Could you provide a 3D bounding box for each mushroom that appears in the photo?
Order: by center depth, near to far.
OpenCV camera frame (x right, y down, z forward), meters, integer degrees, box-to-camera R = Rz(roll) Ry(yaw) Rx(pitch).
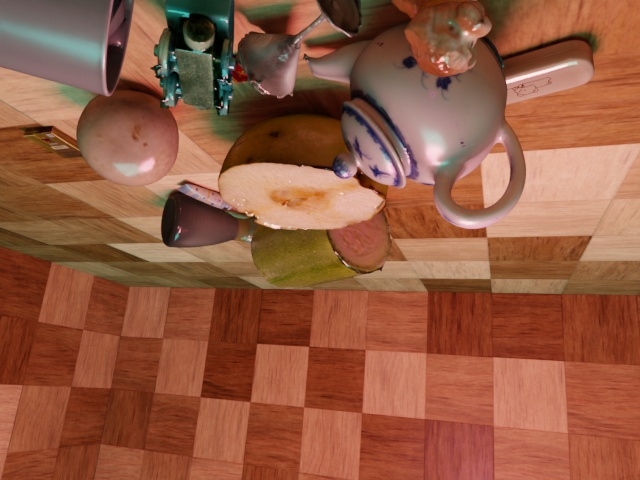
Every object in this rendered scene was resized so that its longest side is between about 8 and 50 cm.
[{"bbox_3d":[-0.400,-0.220,1.085,0.204,0.204,0.204,4,164,1],"label":"mushroom"}]

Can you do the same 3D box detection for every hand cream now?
[{"bbox_3d":[-0.348,-0.136,1.563,0.171,0.043,0.065,22,156,-35],"label":"hand cream"}]

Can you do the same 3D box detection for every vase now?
[{"bbox_3d":[-0.344,-0.048,1.682,0.321,0.173,0.173,8,165,-34],"label":"vase"}]

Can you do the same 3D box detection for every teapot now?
[{"bbox_3d":[0.134,-0.186,0.789,0.280,0.424,0.252,-38,157,-3],"label":"teapot"}]

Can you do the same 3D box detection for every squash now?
[{"bbox_3d":[0.000,0.000,1.542,0.263,0.263,0.384,17,159,-35],"label":"squash"}]

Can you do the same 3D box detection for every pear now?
[{"bbox_3d":[-0.033,-0.164,1.102,0.386,0.191,0.340,-9,155,40],"label":"pear"}]

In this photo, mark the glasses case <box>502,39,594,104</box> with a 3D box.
[{"bbox_3d":[0.349,-0.276,0.859,0.196,0.050,0.083,-8,158,38],"label":"glasses case"}]

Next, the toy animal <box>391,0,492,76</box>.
[{"bbox_3d":[0.122,-0.286,0.649,0.184,0.185,0.104,-1,164,21],"label":"toy animal"}]

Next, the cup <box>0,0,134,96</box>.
[{"bbox_3d":[-0.404,-0.323,0.640,0.312,0.205,0.205,11,163,-18],"label":"cup"}]

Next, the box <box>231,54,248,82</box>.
[{"bbox_3d":[-0.130,-0.312,0.920,0.082,0.023,0.051,-2,162,22],"label":"box"}]

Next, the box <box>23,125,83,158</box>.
[{"bbox_3d":[-0.667,-0.247,1.303,0.090,0.023,0.133,-3,162,19],"label":"box"}]

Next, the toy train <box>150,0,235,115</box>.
[{"bbox_3d":[-0.179,-0.288,0.764,0.112,0.163,0.203,8,166,-11],"label":"toy train"}]

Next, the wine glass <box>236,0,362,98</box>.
[{"bbox_3d":[-0.028,-0.306,0.769,0.122,0.122,0.183,18,154,-39],"label":"wine glass"}]
